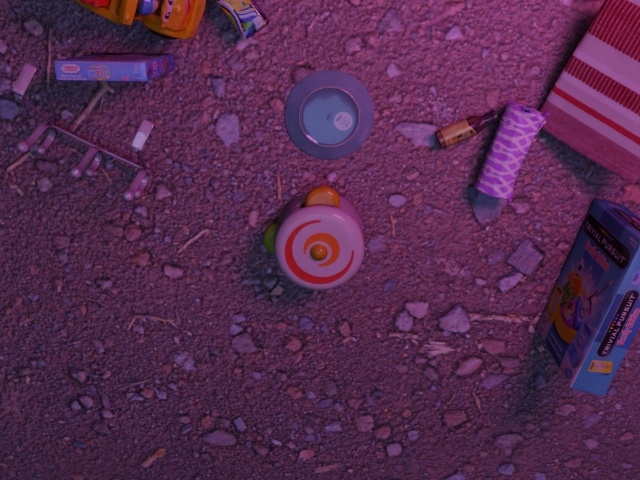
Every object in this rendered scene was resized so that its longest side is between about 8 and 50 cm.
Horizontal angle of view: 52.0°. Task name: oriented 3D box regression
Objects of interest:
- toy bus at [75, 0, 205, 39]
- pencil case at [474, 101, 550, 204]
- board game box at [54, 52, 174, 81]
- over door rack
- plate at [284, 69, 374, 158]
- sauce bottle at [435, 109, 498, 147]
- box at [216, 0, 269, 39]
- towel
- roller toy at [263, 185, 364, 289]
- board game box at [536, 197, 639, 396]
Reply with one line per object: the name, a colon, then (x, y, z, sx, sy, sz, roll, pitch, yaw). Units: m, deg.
toy bus: (-0.345, -0.450, 1.169, 0.220, 0.211, 0.149, 30, 121, 10)
pencil case: (0.389, -0.184, 1.346, 0.088, 0.086, 0.206, 21, 115, 6)
board game box: (-0.380, -0.329, 1.240, 0.160, 0.211, 0.039, 1, 111, 1)
over door rack: (-0.452, -0.180, 1.256, 0.240, 0.324, 0.108, 25, 73, -9)
plate: (0.019, -0.257, 1.361, 0.188, 0.024, 0.188, 1, 111, 1)
sauce bottle: (0.302, -0.232, 1.354, 0.128, 0.042, 0.042, -22, 110, 12)
box: (-0.171, -0.472, 1.260, 0.054, 0.059, 0.168, -33, 108, 15)
towel: (0.573, -0.291, 1.217, 0.237, 0.037, 0.328, 38, 136, 17)
roller toy: (0.000, 0.000, 1.398, 0.191, 0.146, 0.209, 42, 106, -15)
board game box: (0.580, 0.110, 1.372, 0.079, 0.253, 0.335, 14, 111, -4)
